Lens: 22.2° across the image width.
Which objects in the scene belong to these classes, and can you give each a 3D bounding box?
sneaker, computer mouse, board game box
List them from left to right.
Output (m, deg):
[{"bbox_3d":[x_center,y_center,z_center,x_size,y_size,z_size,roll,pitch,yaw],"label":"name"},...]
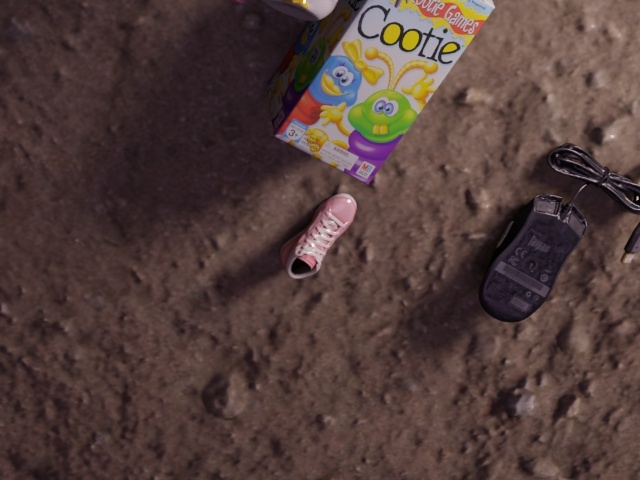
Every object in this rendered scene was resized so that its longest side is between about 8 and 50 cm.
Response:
[{"bbox_3d":[0.000,0.000,2.177,0.051,0.070,0.134,39,109,-23],"label":"sneaker"},{"bbox_3d":[0.068,-0.234,2.000,0.144,0.142,0.275,26,115,-20],"label":"board game box"},{"bbox_3d":[0.335,0.005,2.226,0.184,0.060,0.262,23,104,-14],"label":"computer mouse"}]

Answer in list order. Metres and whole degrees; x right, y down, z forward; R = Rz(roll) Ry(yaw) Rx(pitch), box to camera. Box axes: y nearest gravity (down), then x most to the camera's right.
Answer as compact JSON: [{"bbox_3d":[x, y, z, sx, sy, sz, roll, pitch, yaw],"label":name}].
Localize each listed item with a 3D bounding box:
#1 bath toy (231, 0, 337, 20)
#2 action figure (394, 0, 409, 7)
[{"bbox_3d":[-0.127,-0.348,1.837,0.348,0.151,0.129,18,86,23],"label":"bath toy"},{"bbox_3d":[0.068,-0.375,1.829,0.099,0.285,0.185,17,116,-24],"label":"action figure"}]
